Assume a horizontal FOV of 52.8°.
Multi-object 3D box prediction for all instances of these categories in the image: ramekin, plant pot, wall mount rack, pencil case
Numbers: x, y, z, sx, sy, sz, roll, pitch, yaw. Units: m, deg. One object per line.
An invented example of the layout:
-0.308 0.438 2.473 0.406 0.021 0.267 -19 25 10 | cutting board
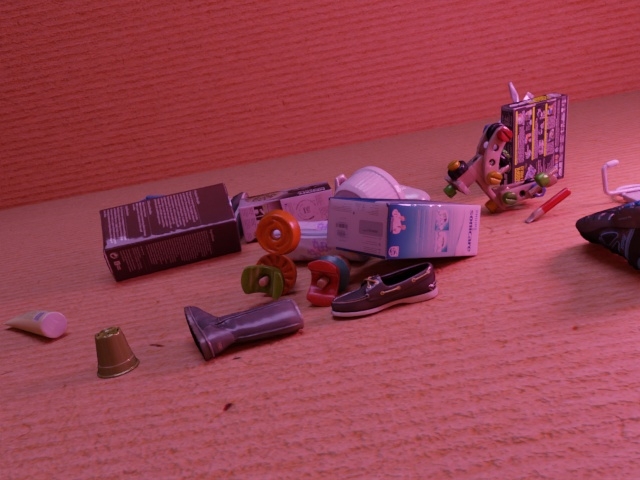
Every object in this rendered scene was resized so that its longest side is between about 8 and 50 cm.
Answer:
0.126 -0.086 1.742 0.109 0.207 0.207 -32 25 -31 | ramekin
-0.407 0.214 1.264 0.083 0.079 0.083 -11 15 3 | plant pot
0.892 -0.158 1.592 0.304 0.130 0.350 -11 17 -1 | wall mount rack
0.000 0.000 1.670 0.273 0.113 0.124 -2 -4 31 | pencil case

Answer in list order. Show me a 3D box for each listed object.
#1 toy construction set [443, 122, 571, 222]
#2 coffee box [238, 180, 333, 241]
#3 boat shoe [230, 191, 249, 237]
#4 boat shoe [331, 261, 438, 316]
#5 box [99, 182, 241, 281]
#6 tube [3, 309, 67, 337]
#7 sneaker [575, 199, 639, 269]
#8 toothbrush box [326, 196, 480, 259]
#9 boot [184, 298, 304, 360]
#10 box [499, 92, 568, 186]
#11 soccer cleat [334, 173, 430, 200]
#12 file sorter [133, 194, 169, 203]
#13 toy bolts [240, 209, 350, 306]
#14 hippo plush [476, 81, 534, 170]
0.486 -0.145 1.770 0.237 0.257 0.309 -38 43 -2 | toy construction set
-0.103 -0.094 2.060 0.297 0.119 0.168 -12 15 -1 | coffee box
-0.301 -0.089 2.193 0.095 0.112 0.335 -5 20 4 | boat shoe
0.126 0.100 1.321 0.228 0.068 0.081 -13 16 -8 | boat shoe
-0.444 -0.030 1.915 0.381 0.143 0.191 -15 45 -10 | box
-0.690 0.197 1.574 0.240 0.062 0.070 -1 -25 48 | tube
0.611 -0.003 1.287 0.125 0.139 0.341 -20 -4 5 | sneaker
0.193 -0.034 1.504 0.295 0.126 0.216 -3 8 -37 | toothbrush box
-0.158 0.157 1.306 0.208 0.076 0.189 -23 33 -17 | boot
0.655 -0.300 1.983 0.216 0.270 0.060 -17 27 -21 | box
0.182 -0.157 2.042 0.331 0.143 0.116 0 19 33 | soccer cleat
-0.550 -0.053 2.129 0.118 0.170 0.104 2 23 39 | file sorter
-0.037 0.037 1.457 0.228 0.218 0.158 13 16 15 | toy bolts
0.711 -0.331 2.183 0.234 0.294 0.236 15 20 -35 | hippo plush
